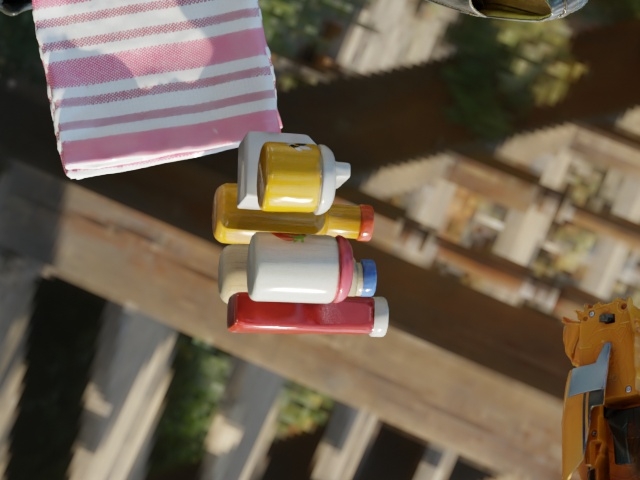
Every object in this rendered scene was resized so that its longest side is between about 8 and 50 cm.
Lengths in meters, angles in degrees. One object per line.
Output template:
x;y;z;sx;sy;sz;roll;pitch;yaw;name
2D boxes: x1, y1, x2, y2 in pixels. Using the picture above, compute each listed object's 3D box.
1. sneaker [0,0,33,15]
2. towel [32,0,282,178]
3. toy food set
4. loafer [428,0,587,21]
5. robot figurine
-0.202;-0.229;1.501;0.170;0.063;0.075;-29;-153;31;sneaker
-0.111;-0.146;1.190;0.029;0.144;0.197;-88;167;-88;towel
0.000;0.000;1.149;0.232;0.104;0.111;139;-47;-75;toy food set
0.138;-0.216;1.595;0.061;0.170;0.062;-42;130;-47;loafer
0.240;0.200;1.380;0.211;0.085;0.291;26;60;-45;robot figurine
